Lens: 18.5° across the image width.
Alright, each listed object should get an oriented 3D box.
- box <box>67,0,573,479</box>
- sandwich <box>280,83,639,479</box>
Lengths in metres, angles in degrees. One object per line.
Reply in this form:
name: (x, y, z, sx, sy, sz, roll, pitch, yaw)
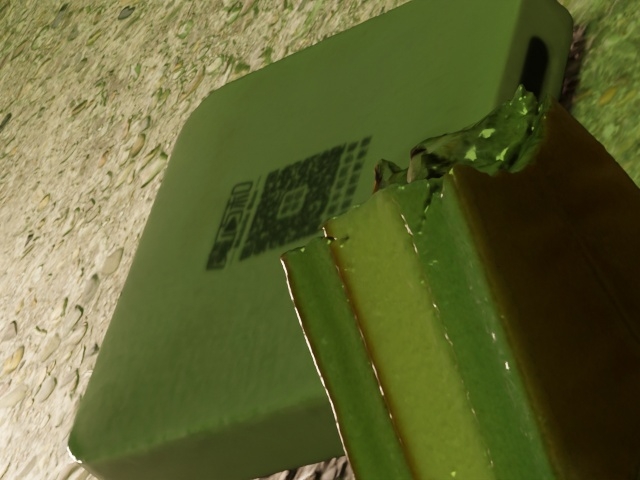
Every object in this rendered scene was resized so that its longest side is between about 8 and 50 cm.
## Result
box: (0.000, 0.000, 1.416, 0.373, 0.090, 0.367, -20, 40, 42)
sandwich: (0.079, 0.058, 1.045, 0.155, 0.198, 0.227, -30, 22, 45)
